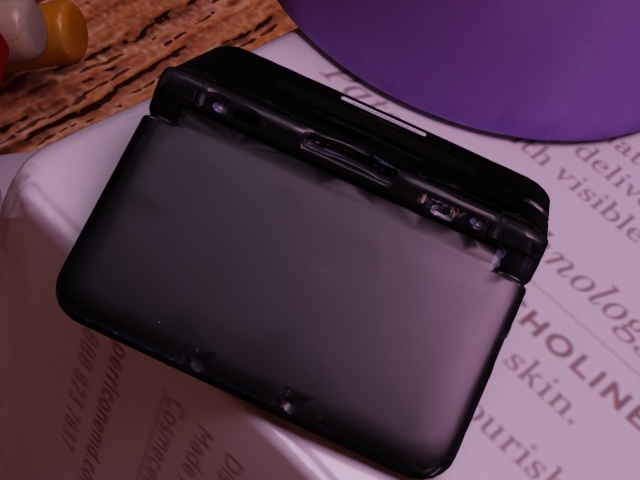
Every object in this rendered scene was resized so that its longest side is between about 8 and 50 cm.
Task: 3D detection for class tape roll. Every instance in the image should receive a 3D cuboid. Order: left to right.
[{"bbox_3d":[0.074,-0.130,0.511,0.189,0.080,0.189,10,46,-10],"label":"tape roll"}]

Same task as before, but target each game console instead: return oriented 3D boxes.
[{"bbox_3d":[0.000,0.000,0.415,0.122,0.071,0.107,25,18,3],"label":"game console"}]

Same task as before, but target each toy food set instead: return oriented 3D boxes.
[{"bbox_3d":[-0.213,-0.058,0.781,0.104,0.111,0.232,-6,58,15],"label":"toy food set"}]

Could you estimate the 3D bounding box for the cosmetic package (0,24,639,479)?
[{"bbox_3d":[0.104,0.098,0.597,0.327,0.329,0.394,42,49,19],"label":"cosmetic package"}]
